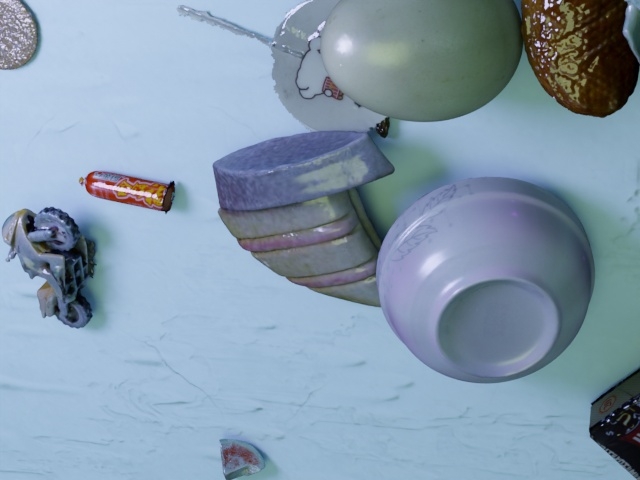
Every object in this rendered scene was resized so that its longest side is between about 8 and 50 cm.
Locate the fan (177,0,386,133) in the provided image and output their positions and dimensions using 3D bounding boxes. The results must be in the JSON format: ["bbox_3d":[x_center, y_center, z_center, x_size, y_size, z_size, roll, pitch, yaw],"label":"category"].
[{"bbox_3d":[-0.044,-0.248,1.387,0.329,0.009,0.191,24,122,9],"label":"fan"}]

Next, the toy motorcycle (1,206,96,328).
[{"bbox_3d":[-0.411,0.034,1.607,0.129,0.094,0.229,14,131,14],"label":"toy motorcycle"}]

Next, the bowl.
[{"bbox_3d":[0.219,0.073,1.369,0.287,0.144,0.287,0,120,-1],"label":"bowl"}]

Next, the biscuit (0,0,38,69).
[{"bbox_3d":[-0.451,-0.296,1.492,0.120,0.015,0.120,6,116,13],"label":"biscuit"}]

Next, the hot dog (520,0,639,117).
[{"bbox_3d":[0.310,-0.254,1.207,0.099,0.160,0.227,22,116,57],"label":"hot dog"}]

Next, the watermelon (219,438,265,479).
[{"bbox_3d":[-0.131,0.359,1.695,0.085,0.061,0.085,12,119,21],"label":"watermelon"}]

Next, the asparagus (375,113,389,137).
[{"bbox_3d":[0.092,-0.246,1.354,0.024,0.025,0.248,-1,120,-16],"label":"asparagus"}]

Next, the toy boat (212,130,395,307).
[{"bbox_3d":[-0.022,-0.024,1.455,0.276,0.111,0.293,6,126,20],"label":"toy boat"}]

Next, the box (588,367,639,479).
[{"bbox_3d":[0.539,0.219,1.419,0.198,0.084,0.310,42,119,-7],"label":"box"}]

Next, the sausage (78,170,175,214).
[{"bbox_3d":[-0.284,-0.076,1.536,0.145,0.048,0.050,12,113,13],"label":"sausage"}]

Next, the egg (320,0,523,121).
[{"bbox_3d":[0.118,-0.231,1.236,0.253,0.188,0.189,-13,116,-27],"label":"egg"}]

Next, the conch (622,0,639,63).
[{"bbox_3d":[0.521,-0.257,1.123,0.368,0.197,0.249,19,129,16],"label":"conch"}]
